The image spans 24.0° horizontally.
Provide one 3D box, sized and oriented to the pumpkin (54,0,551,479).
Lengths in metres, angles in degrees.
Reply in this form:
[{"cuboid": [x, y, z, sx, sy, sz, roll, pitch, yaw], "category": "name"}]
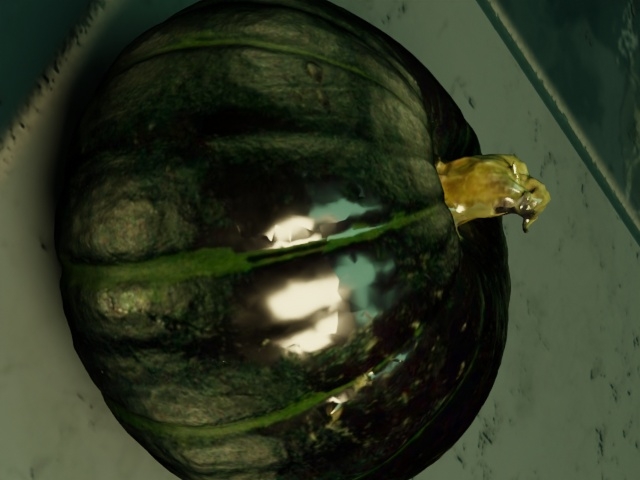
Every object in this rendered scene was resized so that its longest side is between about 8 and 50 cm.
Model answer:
[{"cuboid": [0.000, 0.000, 0.695, 0.250, 0.216, 0.250, -16, 90, -74], "category": "pumpkin"}]
